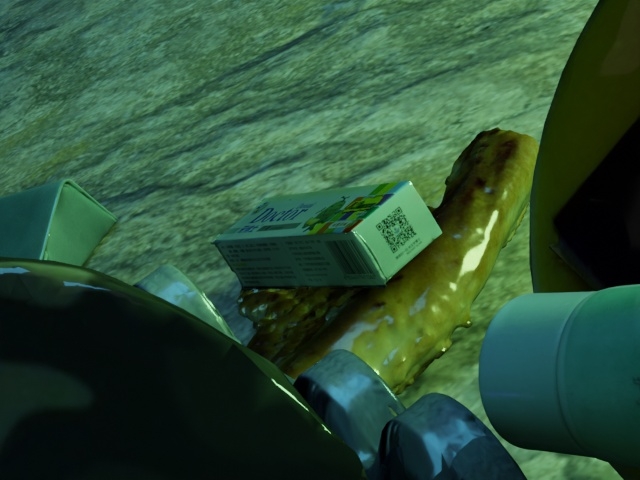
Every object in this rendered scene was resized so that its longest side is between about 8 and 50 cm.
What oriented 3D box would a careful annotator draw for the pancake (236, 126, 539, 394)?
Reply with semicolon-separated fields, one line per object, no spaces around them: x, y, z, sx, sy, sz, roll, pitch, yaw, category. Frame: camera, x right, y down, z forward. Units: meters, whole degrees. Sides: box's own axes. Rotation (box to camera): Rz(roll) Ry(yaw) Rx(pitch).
0.001;0.024;0.964;0.266;0.057;0.244;-38;24;-19;pancake

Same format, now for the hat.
-0.107;0.211;0.385;0.366;0.382;0.257;-17;6;30;hat

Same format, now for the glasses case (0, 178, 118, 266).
-0.282;0.019;1.295;0.266;0.056;0.105;-14;26;31;glasses case

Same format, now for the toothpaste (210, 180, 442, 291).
0.000;0.000;0.916;0.046;0.034;0.164;-40;16;-23;toothpaste

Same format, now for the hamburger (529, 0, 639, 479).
0.208;-0.002;0.565;0.276;0.179;0.294;-53;43;10;hamburger

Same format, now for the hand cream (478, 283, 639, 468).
0.119;0.036;0.464;0.174;0.076;0.047;0;18;46;hand cream

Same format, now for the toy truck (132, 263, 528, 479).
-0.020;0.134;0.606;0.146;0.175;0.367;-33;24;-15;toy truck
